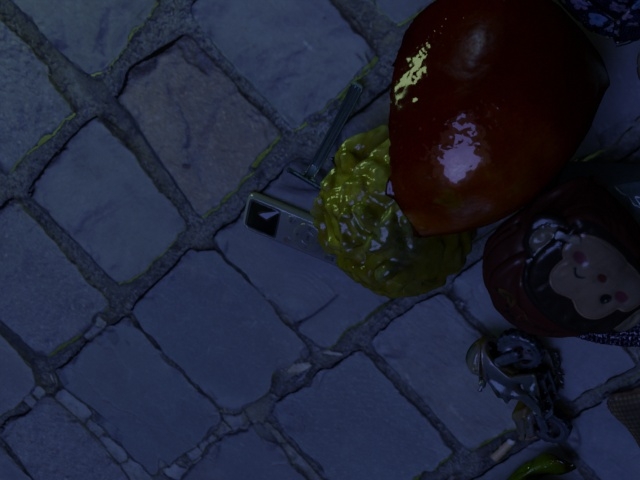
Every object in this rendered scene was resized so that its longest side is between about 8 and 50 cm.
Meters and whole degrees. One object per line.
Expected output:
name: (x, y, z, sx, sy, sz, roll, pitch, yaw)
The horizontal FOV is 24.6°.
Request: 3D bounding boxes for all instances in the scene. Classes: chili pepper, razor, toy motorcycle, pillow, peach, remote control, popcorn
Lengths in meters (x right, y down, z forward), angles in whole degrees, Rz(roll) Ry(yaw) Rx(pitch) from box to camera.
chili pepper: (0.322, 0.382, 2.295, 0.052, 0.050, 0.202, 12, 137, -27)
razor: (0.018, -0.157, 2.131, 0.068, 0.037, 0.191, 30, 124, 1)
toy motorcycle: (0.295, 0.214, 2.191, 0.130, 0.094, 0.229, -1, 130, 31)
pillow: (0.522, 0.297, 2.161, 0.135, 0.034, 0.211, -22, 108, 32)
peach: (0.199, -0.159, 1.870, 0.281, 0.281, 0.338, 40, 94, -1)
remote control: (0.000, 0.000, 2.236, 0.261, 0.029, 0.067, 23, 125, 12)
popcorn: (0.103, -0.041, 2.063, 0.225, 0.249, 0.249, 21, 131, 49)

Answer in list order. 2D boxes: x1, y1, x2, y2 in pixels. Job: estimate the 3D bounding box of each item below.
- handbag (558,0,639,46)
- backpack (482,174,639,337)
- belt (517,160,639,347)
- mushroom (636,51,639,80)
handbag: (0.350, -0.357, 1.767, 0.229, 0.127, 0.208, 53, 159, 2)
backpack: (0.314, 0.032, 1.896, 0.229, 0.139, 0.229, 4, 128, 5)
belt: (0.413, 0.020, 1.998, 0.325, 0.122, 0.260, 3, 124, 23)
mushroom: (0.514, -0.251, 1.809, 0.278, 0.099, 0.096, -30, 97, 38)
